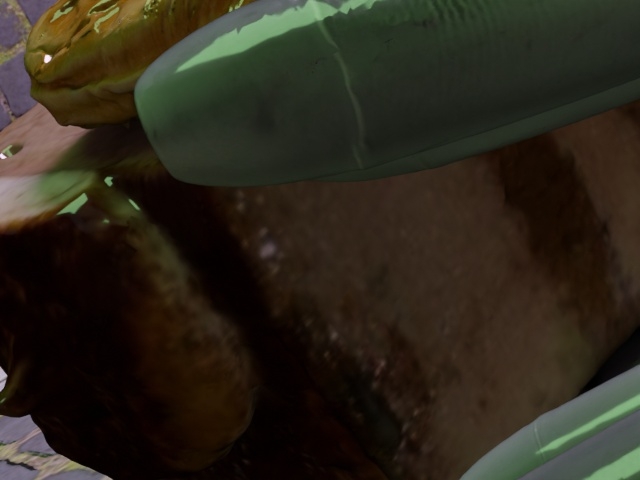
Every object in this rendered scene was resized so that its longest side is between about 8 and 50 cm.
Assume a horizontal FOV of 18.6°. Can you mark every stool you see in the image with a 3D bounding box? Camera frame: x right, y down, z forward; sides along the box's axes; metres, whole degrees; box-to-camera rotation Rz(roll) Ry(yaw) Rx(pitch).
[{"bbox_3d":[0.086,-0.006,0.523,0.198,0.195,0.195,-22,-1,12],"label":"stool"}]

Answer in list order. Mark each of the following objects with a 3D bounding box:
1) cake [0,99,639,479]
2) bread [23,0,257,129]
[{"bbox_3d":[0.000,0.000,0.744,0.196,0.199,0.293,-2,36,49],"label":"cake"},{"bbox_3d":[-0.054,-0.073,0.660,0.110,0.044,0.083,-7,38,45],"label":"bread"}]
